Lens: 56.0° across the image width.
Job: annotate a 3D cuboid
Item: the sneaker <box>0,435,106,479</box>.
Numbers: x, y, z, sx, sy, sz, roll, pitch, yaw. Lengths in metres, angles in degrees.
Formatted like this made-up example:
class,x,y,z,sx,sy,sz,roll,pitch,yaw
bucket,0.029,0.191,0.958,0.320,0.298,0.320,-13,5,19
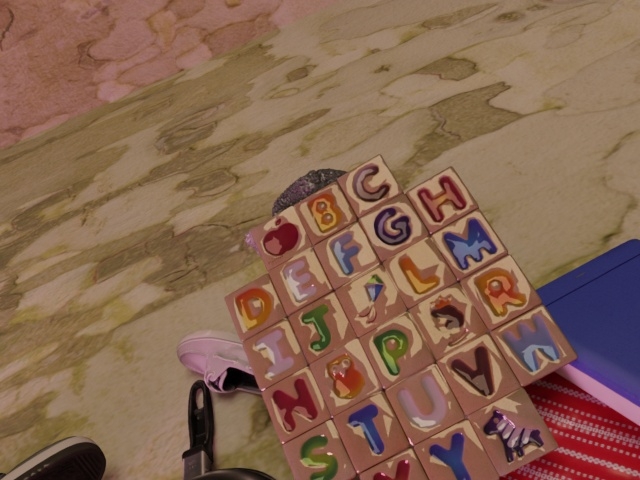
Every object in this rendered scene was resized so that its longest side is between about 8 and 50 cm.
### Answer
class,x,y,z,sx,sy,sz,roll,pitch,yaw
sneaker,-0.397,0.293,0.667,0.295,0.124,0.178,-38,46,-21

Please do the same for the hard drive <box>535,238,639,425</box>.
class,x,y,z,sx,sy,sz,roll,pitch,yaw
hard drive,0.347,0.098,0.531,0.210,0.040,0.318,-24,27,-18

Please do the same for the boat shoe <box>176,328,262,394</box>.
class,x,y,z,sx,sy,sz,roll,pitch,yaw
boat shoe,-0.109,0.159,0.743,0.184,0.066,0.063,7,41,22

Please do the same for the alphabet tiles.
class,x,y,z,sx,sy,sz,roll,pitch,yaw
alphabet tiles,0.062,0.083,0.598,0.285,0.011,0.343,-30,63,6

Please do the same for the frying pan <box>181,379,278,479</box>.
class,x,y,z,sx,sy,sz,roll,pitch,yaw
frying pan,-0.099,0.257,0.611,0.197,0.053,0.326,-9,39,18

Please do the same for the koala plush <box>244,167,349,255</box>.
class,x,y,z,sx,sy,sz,roll,pitch,yaw
koala plush,0.000,0.000,0.805,0.196,0.204,0.221,-17,12,-11

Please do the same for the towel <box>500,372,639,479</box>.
class,x,y,z,sx,sy,sz,roll,pitch,yaw
towel,0.223,0.217,0.493,0.198,0.031,0.275,9,44,39
